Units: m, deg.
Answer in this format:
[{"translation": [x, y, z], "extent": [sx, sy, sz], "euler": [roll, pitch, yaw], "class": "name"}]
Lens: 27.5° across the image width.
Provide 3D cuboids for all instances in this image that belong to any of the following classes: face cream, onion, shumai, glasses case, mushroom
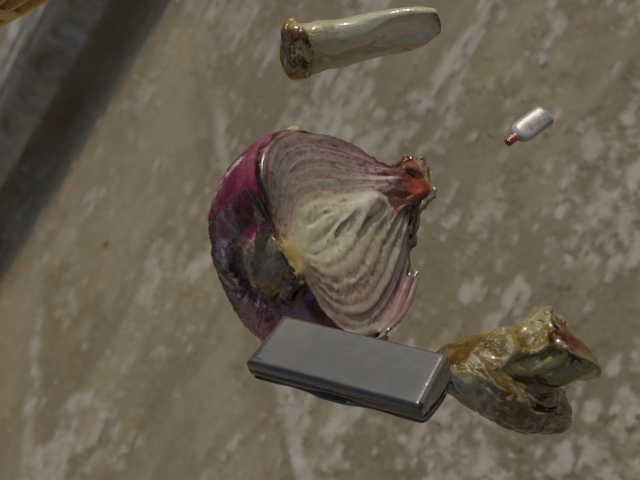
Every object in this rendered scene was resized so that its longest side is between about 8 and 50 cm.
[{"translation": [0.320, -0.174, 2.022], "extent": [0.083, 0.021, 0.040], "euler": [-36, 62, -16], "class": "face cream"}, {"translation": [0.000, 0.000, 1.528], "extent": [0.159, 0.267, 0.348], "euler": [-22, 2, 36], "class": "onion"}, {"translation": [0.247, 0.150, 1.588], "extent": [0.153, 0.209, 0.161], "euler": [-56, 28, 21], "class": "shumai"}, {"translation": [0.027, 0.123, 1.239], "extent": [0.190, 0.042, 0.072], "euler": [11, 40, 31], "class": "glasses case"}, {"translation": [0.048, -0.262, 1.675], "extent": [0.071, 0.209, 0.084], "euler": [-100, -2, -62], "class": "mushroom"}]

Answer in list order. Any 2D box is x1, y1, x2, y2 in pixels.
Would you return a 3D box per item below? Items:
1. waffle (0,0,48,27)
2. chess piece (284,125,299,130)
[{"translation": [-0.345, -0.277, 1.396], "extent": [0.221, 0.055, 0.248], "euler": [-29, 4, 7], "class": "waffle"}, {"translation": [-0.021, -0.116, 1.845], "extent": [0.035, 0.092, 0.035], "euler": [-29, 28, 17], "class": "chess piece"}]
